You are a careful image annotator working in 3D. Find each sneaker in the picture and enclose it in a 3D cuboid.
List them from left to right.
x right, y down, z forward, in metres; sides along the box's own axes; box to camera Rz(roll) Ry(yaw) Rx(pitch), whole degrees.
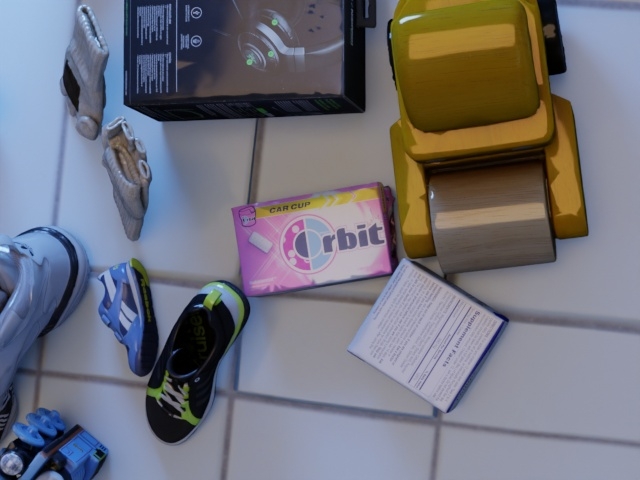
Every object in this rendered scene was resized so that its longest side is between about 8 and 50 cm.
[{"bbox_3d":[-0.426,0.138,1.635,0.137,0.210,0.365,34,95,13],"label":"sneaker"},{"bbox_3d":[-0.234,0.096,1.677,0.059,0.053,0.144,-13,76,11],"label":"sneaker"},{"bbox_3d":[-0.162,0.145,1.610,0.084,0.097,0.234,29,114,14],"label":"sneaker"}]

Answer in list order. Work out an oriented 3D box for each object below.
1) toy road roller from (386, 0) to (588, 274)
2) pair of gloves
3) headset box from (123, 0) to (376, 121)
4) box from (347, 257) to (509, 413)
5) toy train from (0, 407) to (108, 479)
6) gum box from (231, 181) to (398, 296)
[{"bbox_3d":[0.168,-0.135,1.500,0.203,0.240,0.329,-8,85,13],"label":"toy road roller"},{"bbox_3d":[-0.254,-0.129,1.623,0.042,0.204,0.240,-18,78,-18],"label":"pair of gloves"},{"bbox_3d":[-0.077,-0.272,1.619,0.283,0.131,0.246,-2,86,13],"label":"headset box"},{"bbox_3d":[0.124,0.108,1.584,0.137,0.072,0.126,33,94,13],"label":"box"},{"bbox_3d":[-0.317,0.257,1.623,0.105,0.184,0.080,37,95,1],"label":"toy train"},{"bbox_3d":[0.000,0.000,1.622,0.188,0.062,0.107,-10,85,12],"label":"gum box"}]
